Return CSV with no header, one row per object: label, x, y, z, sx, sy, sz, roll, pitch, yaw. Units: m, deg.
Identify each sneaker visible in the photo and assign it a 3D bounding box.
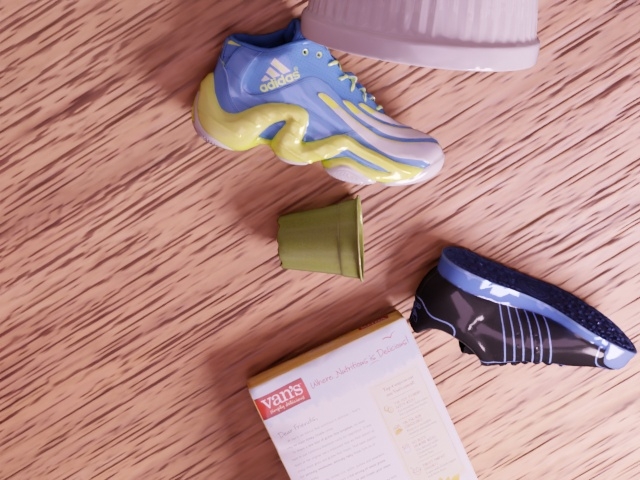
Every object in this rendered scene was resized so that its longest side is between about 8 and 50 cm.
sneaker,0.009,-0.128,1.541,0.240,0.091,0.126,9,113,-13
sneaker,0.199,0.089,1.692,0.232,0.081,0.090,25,112,-13

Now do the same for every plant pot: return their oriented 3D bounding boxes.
plant pot,0.000,0.000,1.615,0.079,0.083,0.083,-3,117,5

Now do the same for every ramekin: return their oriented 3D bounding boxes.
ramekin,0.091,-0.218,1.454,0.207,0.207,0.109,4,106,-12

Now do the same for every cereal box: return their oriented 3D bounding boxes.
cereal box,0.052,0.212,1.700,0.173,0.047,0.240,-24,99,-1
